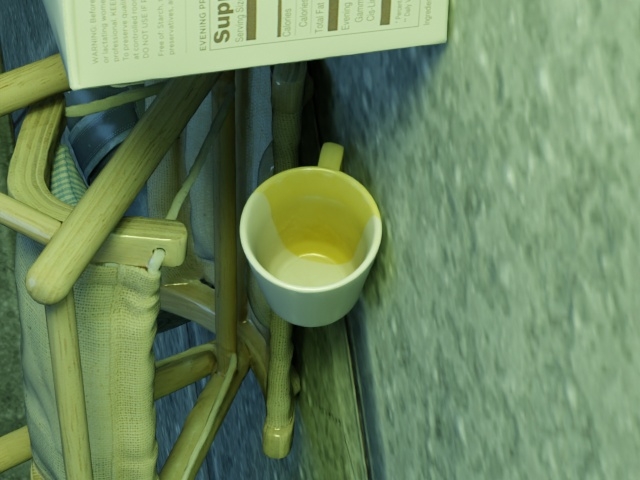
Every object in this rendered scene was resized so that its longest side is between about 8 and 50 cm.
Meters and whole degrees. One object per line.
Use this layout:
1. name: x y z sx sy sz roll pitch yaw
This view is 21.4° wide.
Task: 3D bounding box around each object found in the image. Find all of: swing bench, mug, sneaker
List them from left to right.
1. swing bench: -0.101 0.021 0.864 0.165 0.254 0.253 25 135 26
2. sneaker: -0.130 -0.027 1.155 0.163 0.086 0.226 66 153 15
3. mug: 0.001 0.004 0.771 0.062 0.078 0.064 40 159 19

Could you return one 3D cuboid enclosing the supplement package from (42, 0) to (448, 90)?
1. supplement package: -0.054 -0.214 0.650 0.262 0.145 0.204 -116 22 -51
